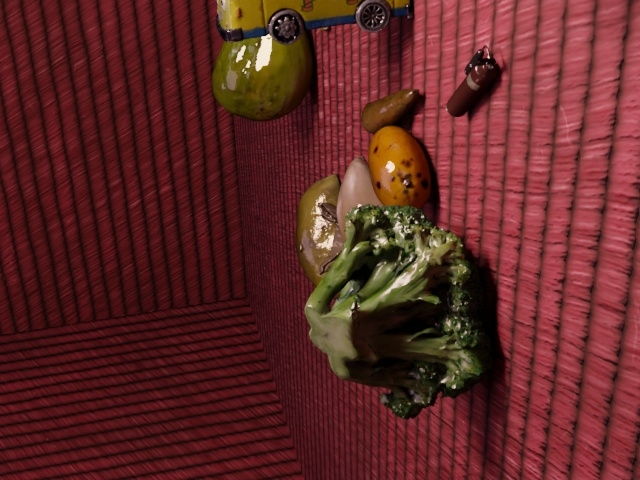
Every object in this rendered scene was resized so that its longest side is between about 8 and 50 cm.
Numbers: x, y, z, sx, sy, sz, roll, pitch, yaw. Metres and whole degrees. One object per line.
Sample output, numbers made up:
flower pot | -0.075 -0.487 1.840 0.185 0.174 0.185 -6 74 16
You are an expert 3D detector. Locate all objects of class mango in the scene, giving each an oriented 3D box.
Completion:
mango | 0.117 -0.114 1.630 0.178 0.090 0.115 -98 -1 -50

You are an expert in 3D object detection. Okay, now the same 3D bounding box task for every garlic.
garlic | 0.099 0.005 1.828 0.143 0.112 0.318 103 146 -57

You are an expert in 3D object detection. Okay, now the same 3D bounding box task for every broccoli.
broccoli | 0.105 0.090 1.464 0.294 0.245 0.265 57 148 1

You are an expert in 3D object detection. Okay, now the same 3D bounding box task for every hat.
hat | 0.060 0.002 2.121 0.175 0.085 0.147 10 97 56

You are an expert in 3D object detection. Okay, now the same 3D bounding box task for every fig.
fig | -0.120 -0.397 2.324 0.314 0.233 0.233 114 147 -63

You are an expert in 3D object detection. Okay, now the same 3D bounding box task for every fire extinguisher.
fire extinguisher | 0.191 -0.201 1.318 0.049 0.035 0.173 -61 1 -15

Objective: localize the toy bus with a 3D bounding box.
toy bus | -0.018 -0.393 1.576 0.138 0.287 0.175 -119 22 -63

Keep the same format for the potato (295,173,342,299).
potato | 0.000 0.000 2.294 0.160 0.111 0.272 138 123 -75

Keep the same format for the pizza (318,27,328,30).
pizza | 0.002 -0.459 2.153 0.100 0.029 0.099 94 156 -59

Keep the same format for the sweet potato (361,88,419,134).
sweet potato | 0.103 -0.200 1.687 0.059 0.069 0.249 46 172 -6
